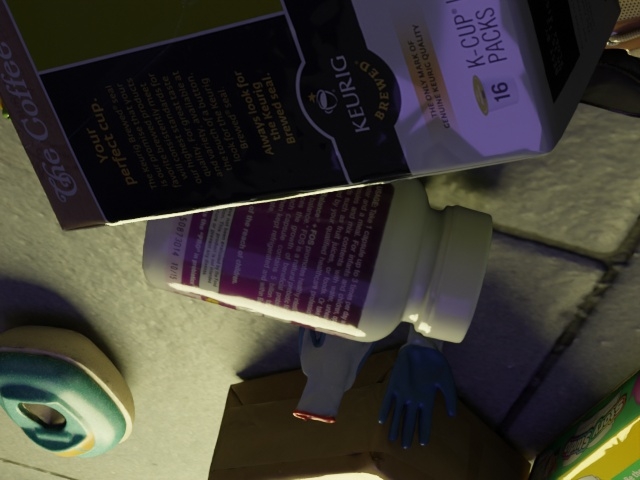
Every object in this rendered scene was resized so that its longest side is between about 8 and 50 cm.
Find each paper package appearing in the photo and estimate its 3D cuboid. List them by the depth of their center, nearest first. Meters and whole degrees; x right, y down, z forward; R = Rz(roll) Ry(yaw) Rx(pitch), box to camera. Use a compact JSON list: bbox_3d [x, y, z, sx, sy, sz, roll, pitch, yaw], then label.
[{"bbox_3d":[0.065,0.306,1.410,0.309,0.168,0.325,-16,135,39],"label":"paper package"}]

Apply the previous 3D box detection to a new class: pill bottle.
[{"bbox_3d":[0.000,0.000,1.016,0.301,0.169,0.169,15,145,2],"label":"pill bottle"}]

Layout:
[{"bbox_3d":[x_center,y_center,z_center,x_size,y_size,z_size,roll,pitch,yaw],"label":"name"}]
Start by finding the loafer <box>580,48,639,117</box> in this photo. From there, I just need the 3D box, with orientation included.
[{"bbox_3d":[0.195,-0.131,0.856,0.170,0.061,0.062,20,143,-8],"label":"loafer"}]

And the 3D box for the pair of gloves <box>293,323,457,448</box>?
[{"bbox_3d":[0.065,0.141,1.207,0.198,0.159,0.023,16,173,-9],"label":"pair of gloves"}]

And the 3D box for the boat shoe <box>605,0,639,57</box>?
[{"bbox_3d":[0.235,-0.187,0.730,0.324,0.123,0.116,5,151,26],"label":"boat shoe"}]

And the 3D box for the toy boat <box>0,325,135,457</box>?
[{"bbox_3d":[-0.417,0.228,1.502,0.318,0.148,0.267,1,142,20],"label":"toy boat"}]

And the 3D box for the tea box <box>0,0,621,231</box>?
[{"bbox_3d":[-0.038,-0.211,0.613,0.323,0.220,0.329,-7,116,28],"label":"tea box"}]

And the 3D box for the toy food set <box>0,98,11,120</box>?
[{"bbox_3d":[-0.259,-0.172,0.963,0.128,0.071,0.218,26,143,-15],"label":"toy food set"}]

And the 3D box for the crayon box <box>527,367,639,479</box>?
[{"bbox_3d":[0.447,0.299,1.255,0.313,0.106,0.363,32,143,3],"label":"crayon box"}]
